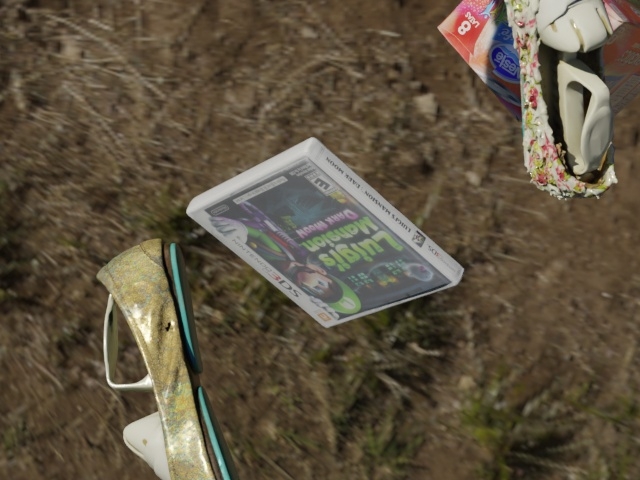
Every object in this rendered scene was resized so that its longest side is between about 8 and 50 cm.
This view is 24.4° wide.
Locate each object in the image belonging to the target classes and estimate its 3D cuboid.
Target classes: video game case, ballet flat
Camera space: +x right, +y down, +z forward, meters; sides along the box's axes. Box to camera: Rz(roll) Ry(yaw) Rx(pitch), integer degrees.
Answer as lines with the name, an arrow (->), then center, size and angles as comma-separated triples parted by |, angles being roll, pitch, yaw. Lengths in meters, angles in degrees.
video game case -> 0.000, 0.000, 1.239 | 0.173, 0.190, 0.022 | 40, 57, -20
ballet flat -> 0.195, -0.138, 1.137 | 0.091, 0.077, 0.241 | -23, 120, -19
ballet flat -> -0.169, 0.166, 1.607 | 0.123, 0.123, 0.348 | -10, 68, -18

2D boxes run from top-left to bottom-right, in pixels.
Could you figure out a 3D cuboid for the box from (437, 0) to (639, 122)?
box -> 0.273, -0.222, 1.625 | 0.154, 0.300, 0.142 | -45, 73, 22
